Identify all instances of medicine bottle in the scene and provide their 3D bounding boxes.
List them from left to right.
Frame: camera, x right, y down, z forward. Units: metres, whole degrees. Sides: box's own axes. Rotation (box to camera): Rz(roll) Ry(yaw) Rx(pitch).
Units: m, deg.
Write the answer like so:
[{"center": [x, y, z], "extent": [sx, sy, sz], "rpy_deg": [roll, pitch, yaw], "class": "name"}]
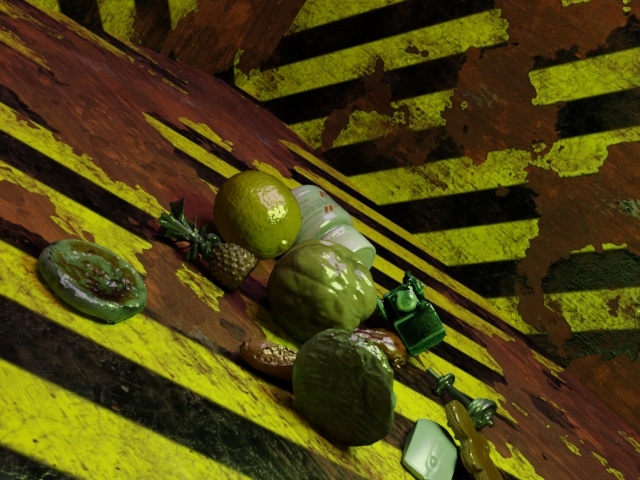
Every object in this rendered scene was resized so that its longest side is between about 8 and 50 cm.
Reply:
[{"center": [0.000, 0.000, 2.395], "extent": [0.302, 0.241, 0.241], "rpy_deg": [44, 17, 27], "class": "medicine bottle"}]

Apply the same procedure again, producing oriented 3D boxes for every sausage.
[{"center": [-0.042, 0.292, 1.752], "extent": [0.327, 0.079, 0.087], "rpy_deg": [27, -13, -36], "class": "sausage"}]

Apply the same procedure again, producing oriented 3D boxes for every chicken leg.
[{"center": [0.112, 0.270, 2.152], "extent": [0.305, 0.093, 0.113], "rpy_deg": [27, 28, -16], "class": "chicken leg"}]

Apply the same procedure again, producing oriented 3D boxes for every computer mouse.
[{"center": [0.263, 0.494, 1.825], "extent": [0.128, 0.079, 0.231], "rpy_deg": [33, 19, -1], "class": "computer mouse"}]

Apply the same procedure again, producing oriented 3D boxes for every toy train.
[{"center": [0.259, 0.222, 2.323], "extent": [0.238, 0.167, 0.299], "rpy_deg": [60, 0, 4], "class": "toy train"}]

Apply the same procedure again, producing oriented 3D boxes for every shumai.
[{"center": [0.063, 0.301, 1.695], "extent": [0.203, 0.222, 0.271], "rpy_deg": [-55, 135, -71], "class": "shumai"}]

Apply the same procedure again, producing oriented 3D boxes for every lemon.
[{"center": [-0.182, -0.074, 2.227], "extent": [0.267, 0.267, 0.267], "rpy_deg": [33, 16, -11], "class": "lemon"}]

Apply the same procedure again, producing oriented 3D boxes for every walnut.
[{"center": [0.000, 0.134, 1.977], "extent": [0.277, 0.253, 0.282], "rpy_deg": [33, 16, -8], "class": "walnut"}]

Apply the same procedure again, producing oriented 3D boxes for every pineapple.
[{"center": [-0.293, 0.006, 1.977], "extent": [0.277, 0.130, 0.119], "rpy_deg": [35, 3, 2], "class": "pineapple"}]

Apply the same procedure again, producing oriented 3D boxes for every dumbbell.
[{"center": [0.396, 0.447, 2.208], "extent": [0.254, 0.110, 0.110], "rpy_deg": [39, 14, 36], "class": "dumbbell"}]

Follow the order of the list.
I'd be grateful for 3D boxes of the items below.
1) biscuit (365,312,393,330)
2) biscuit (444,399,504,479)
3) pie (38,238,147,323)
[{"center": [0.150, 0.220, 2.465], "extent": [0.280, 0.043, 0.183], "rpy_deg": [27, 21, -20], "class": "biscuit"}, {"center": [0.376, 0.527, 1.853], "extent": [0.301, 0.049, 0.197], "rpy_deg": [63, 16, 9], "class": "biscuit"}, {"center": [-0.455, 0.078, 1.557], "extent": [0.241, 0.054, 0.240], "rpy_deg": [32, 18, -12], "class": "pie"}]
